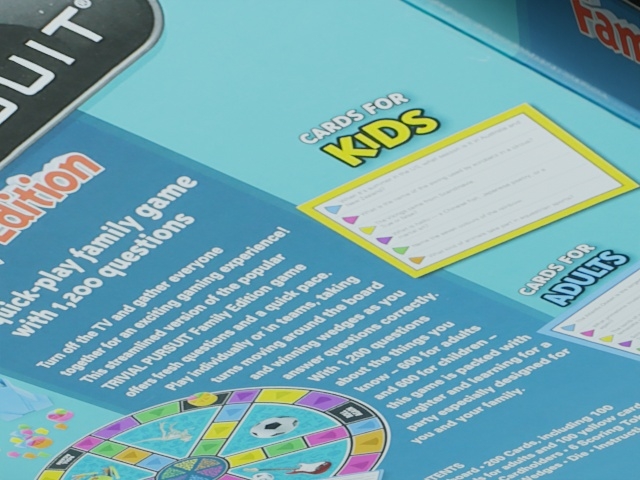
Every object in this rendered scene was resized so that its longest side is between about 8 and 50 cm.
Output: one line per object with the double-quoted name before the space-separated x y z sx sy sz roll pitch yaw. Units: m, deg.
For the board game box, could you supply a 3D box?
"board game box" 0.000 0.000 0.466 0.336 0.079 0.254 23 141 -33
